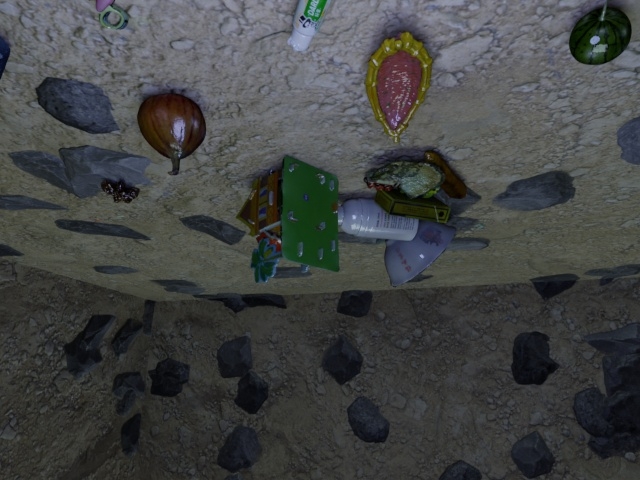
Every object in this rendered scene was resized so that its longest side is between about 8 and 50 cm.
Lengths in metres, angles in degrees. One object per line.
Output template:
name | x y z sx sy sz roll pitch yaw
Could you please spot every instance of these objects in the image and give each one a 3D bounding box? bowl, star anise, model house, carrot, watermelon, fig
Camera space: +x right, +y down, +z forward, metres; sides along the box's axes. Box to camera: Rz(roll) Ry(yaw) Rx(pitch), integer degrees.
bowl | 0.363 0.012 1.825 0.157 0.345 0.345 46 152 -4
star anise | -0.685 -0.169 1.525 0.097 0.070 0.190 2 160 3
model house | -0.115 -0.034 1.455 0.242 0.357 0.313 13 156 -39
carrot | 0.386 -0.201 1.407 0.066 0.066 0.314 -11 159 31
watermelon | 0.507 -0.371 0.821 0.109 0.109 0.109 0 162 0
fig | -0.342 -0.260 1.087 0.149 0.202 0.148 -32 -177 -13

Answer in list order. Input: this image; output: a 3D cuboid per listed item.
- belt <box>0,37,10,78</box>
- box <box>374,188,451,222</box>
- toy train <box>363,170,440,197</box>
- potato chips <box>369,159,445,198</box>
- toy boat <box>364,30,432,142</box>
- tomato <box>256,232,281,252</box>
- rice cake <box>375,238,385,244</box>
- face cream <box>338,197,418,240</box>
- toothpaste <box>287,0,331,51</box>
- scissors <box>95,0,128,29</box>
belt | -0.725 -0.352 0.853 0.218 0.128 0.122 10 160 -25
box | 0.311 -0.123 1.539 0.220 0.064 0.141 5 -158 -18
toy train | 0.262 -0.188 1.474 0.250 0.053 0.085 7 152 -15
potato chips | 0.262 -0.188 1.372 0.220 0.029 0.202 9 159 -14
toy boat | 0.164 -0.333 0.956 0.141 0.099 0.318 -5 159 6
tomato | -0.142 -0.038 1.740 0.260 0.180 0.260 -1 154 -1
rice cake | 0.304 -0.020 2.017 0.033 0.033 0.207 6 162 -21
face cream | 0.159 -0.082 1.646 0.370 0.145 0.145 4 162 -11
toothpaste | 0.010 -0.433 0.729 0.058 0.056 0.314 -36 175 -27
scissors | -0.363 -0.432 0.776 0.187 0.020 0.133 -11 162 36
